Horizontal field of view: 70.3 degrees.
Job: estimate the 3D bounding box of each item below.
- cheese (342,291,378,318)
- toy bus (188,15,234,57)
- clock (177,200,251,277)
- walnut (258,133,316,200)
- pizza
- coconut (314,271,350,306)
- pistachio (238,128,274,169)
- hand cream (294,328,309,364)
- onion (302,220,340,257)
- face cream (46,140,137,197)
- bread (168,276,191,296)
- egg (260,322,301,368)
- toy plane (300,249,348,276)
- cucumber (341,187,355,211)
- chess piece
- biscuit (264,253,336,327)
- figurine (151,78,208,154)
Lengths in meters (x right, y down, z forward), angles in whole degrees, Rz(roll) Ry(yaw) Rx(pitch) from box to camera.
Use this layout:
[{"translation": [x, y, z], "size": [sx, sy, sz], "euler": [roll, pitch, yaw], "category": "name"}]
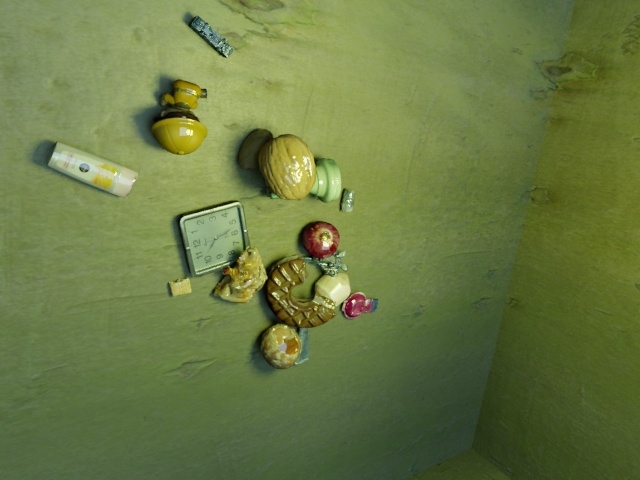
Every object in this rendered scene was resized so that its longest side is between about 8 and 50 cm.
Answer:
[{"translation": [0.212, 0.345, 2.420], "size": [0.244, 0.062, 0.155], "euler": [4, 105, -36], "category": "cheese"}, {"translation": [-0.389, -0.725, 1.624], "size": [0.166, 0.065, 0.047], "euler": [36, 85, -35], "category": "toy bus"}, {"translation": [-0.427, -0.009, 1.867], "size": [0.278, 0.049, 0.273], "euler": [-18, 117, -28], "category": "clock"}, {"translation": [-0.121, -0.277, 1.749], "size": [0.225, 0.225, 0.261], "euler": [-23, 103, -25], "category": "walnut"}, {"translation": [-0.319, 0.151, 1.923], "size": [0.189, 0.071, 0.297], "euler": [27, 111, -26], "category": "pizza"}, {"translation": [0.068, 0.233, 2.224], "size": [0.183, 0.171, 0.171], "euler": [-39, 124, -16], "category": "coconut"}, {"translation": [-0.254, -0.362, 1.824], "size": [0.126, 0.108, 0.185], "euler": [36, 88, -5], "category": "pistachio"}, {"translation": [-0.087, 0.510, 2.284], "size": [0.088, 0.055, 0.256], "euler": [-14, 117, -38], "category": "hand cream"}, {"translation": [0.002, -0.003, 2.094], "size": [0.177, 0.153, 0.177], "euler": [18, 59, -32], "category": "onion"}, {"translation": [-0.768, -0.239, 1.542], "size": [0.269, 0.073, 0.107], "euler": [24, 100, -39], "category": "face cream"}, {"translation": [-0.572, 0.191, 1.854], "size": [0.083, 0.035, 0.070], "euler": [-17, 116, -21], "category": "bread"}, {"translation": [-0.184, 0.501, 2.131], "size": [0.194, 0.195, 0.233], "euler": [-18, 114, -28], "category": "egg"}, {"translation": [0.009, 0.089, 2.170], "size": [0.246, 0.078, 0.169], "euler": [9, 61, -22], "category": "toy plane"}, {"translation": [0.132, -0.193, 2.174], "size": [0.064, 0.064, 0.112], "euler": [-3, 106, -33], "category": "cucumber"}, {"translation": [-0.079, -0.249, 1.946], "size": [0.299, 0.194, 0.195], "euler": [-7, 111, -22], "category": "chess piece"}, {"translation": [-0.113, 0.250, 2.070], "size": [0.268, 0.115, 0.366], "euler": [-30, 108, 11], "category": "biscuit"}, {"translation": [-0.491, -0.431, 1.602], "size": [0.192, 0.167, 0.257], "euler": [5, 102, -21], "category": "figurine"}]
